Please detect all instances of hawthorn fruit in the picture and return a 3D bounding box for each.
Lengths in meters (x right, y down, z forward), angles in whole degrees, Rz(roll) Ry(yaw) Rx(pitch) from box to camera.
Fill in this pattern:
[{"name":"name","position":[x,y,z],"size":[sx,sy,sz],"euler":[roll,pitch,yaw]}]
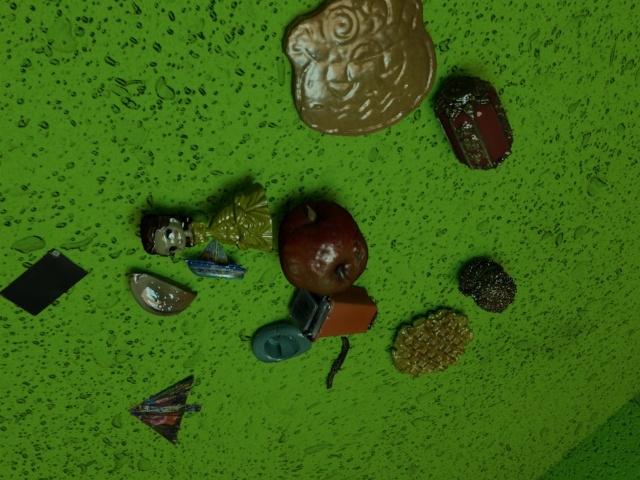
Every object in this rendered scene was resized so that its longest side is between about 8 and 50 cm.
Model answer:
[{"name":"hawthorn fruit","position":[0.003,0.017,1.633],"size":[0.258,0.258,0.261],"euler":[-17,99,-12]}]

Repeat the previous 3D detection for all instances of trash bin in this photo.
[{"name":"trash bin","position":[0.049,0.199,1.829],"size":[0.239,0.161,0.184],"euler":[5,120,-34]}]

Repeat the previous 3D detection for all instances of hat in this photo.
[{"name":"hat","position":[-0.120,0.316,1.883],"size":[0.191,0.078,0.138],"euler":[-15,120,10]}]

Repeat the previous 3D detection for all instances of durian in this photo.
[{"name":"durian","position":[0.544,0.156,1.974],"size":[0.196,0.196,0.166],"euler":[-6,116,-19]}]

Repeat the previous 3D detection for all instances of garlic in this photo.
[{"name":"garlic","position":[-0.443,0.151,1.632],"size":[0.196,0.087,0.101],"euler":[26,96,-30]}]

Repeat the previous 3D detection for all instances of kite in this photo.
[{"name":"kite","position":[-0.499,0.552,1.915],"size":[0.234,0.016,0.321],"euler":[5,120,-26]}]

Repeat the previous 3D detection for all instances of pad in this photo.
[{"name":"pad","position":[-0.711,0.111,1.538],"size":[0.193,0.004,0.116],"euler":[-39,128,5]}]

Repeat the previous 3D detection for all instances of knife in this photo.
[{"name":"knife","position":[0.062,0.423,2.060],"size":[0.046,0.021,0.222],"euler":[4,116,-26]}]

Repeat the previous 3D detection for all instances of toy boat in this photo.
[{"name":"toy boat","position":[-0.291,0.049,1.639],"size":[0.175,0.091,0.110],"euler":[7,85,-23]}]

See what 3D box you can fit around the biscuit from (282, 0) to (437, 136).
[{"name":"biscuit","position":[0.109,-0.432,1.484],"size":[0.385,0.062,0.365],"euler":[-22,127,-8]}]

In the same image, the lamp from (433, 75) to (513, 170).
[{"name":"lamp","position":[0.421,-0.317,1.628],"size":[0.177,0.177,0.274],"euler":[-37,128,4]}]

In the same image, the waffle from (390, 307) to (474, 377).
[{"name":"waffle","position":[0.401,0.364,2.135],"size":[0.325,0.068,0.302],"euler":[-13,126,-16]}]

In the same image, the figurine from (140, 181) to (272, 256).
[{"name":"figurine","position":[-0.294,-0.028,1.515],"size":[0.315,0.168,0.187],"euler":[-12,153,-17]}]
